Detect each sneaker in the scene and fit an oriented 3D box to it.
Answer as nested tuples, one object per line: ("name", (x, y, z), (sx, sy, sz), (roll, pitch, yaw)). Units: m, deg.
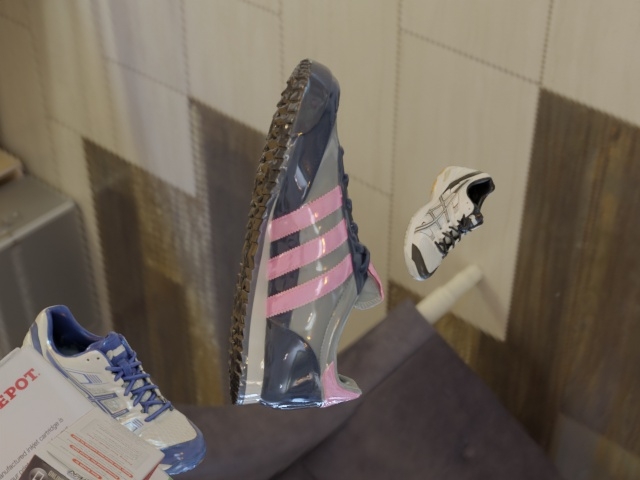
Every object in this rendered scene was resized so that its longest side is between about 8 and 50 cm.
("sneaker", (0.080, -0.012, 0.687), (0.037, 0.083, 0.032), (7, 151, 38))
("sneaker", (0.000, 0.000, 1.014), (0.112, 0.131, 0.319), (-128, 48, -74))
("sneaker", (-0.274, 0.195, 1.466), (0.296, 0.112, 0.131), (27, 117, 13))

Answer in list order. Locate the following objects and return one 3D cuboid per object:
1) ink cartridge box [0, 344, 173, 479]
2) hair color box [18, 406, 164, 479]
("ink cartridge box", (-0.303, 0.291, 1.220), (0.289, 0.211, 0.121), (44, 138, 2))
("hair color box", (-0.225, 0.229, 1.097), (0.093, 0.167, 0.053), (34, 99, 4))
